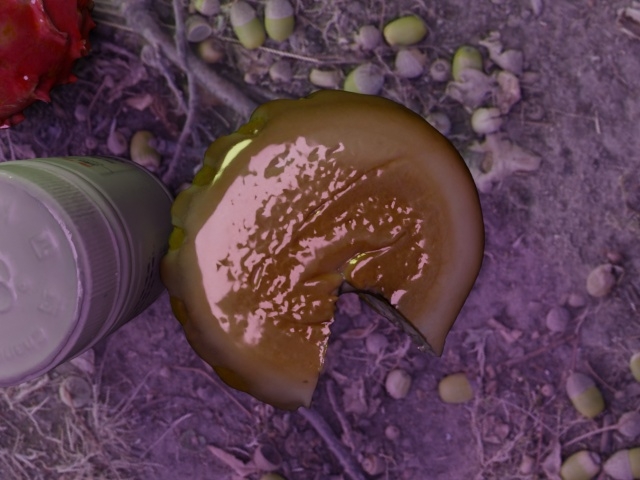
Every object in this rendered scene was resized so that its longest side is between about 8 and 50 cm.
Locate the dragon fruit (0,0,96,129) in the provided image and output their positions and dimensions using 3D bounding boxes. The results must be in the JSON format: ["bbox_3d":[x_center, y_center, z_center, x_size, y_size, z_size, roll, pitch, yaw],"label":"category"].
[{"bbox_3d":[-0.365,-0.212,0.975,0.268,0.205,0.210,-11,103,3],"label":"dragon fruit"}]

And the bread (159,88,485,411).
[{"bbox_3d":[0.000,0.000,0.979,0.333,0.160,0.333,-1,96,-11],"label":"bread"}]

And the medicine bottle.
[{"bbox_3d":[-0.257,0.014,0.924,0.190,0.332,0.190,0,96,4],"label":"medicine bottle"}]
